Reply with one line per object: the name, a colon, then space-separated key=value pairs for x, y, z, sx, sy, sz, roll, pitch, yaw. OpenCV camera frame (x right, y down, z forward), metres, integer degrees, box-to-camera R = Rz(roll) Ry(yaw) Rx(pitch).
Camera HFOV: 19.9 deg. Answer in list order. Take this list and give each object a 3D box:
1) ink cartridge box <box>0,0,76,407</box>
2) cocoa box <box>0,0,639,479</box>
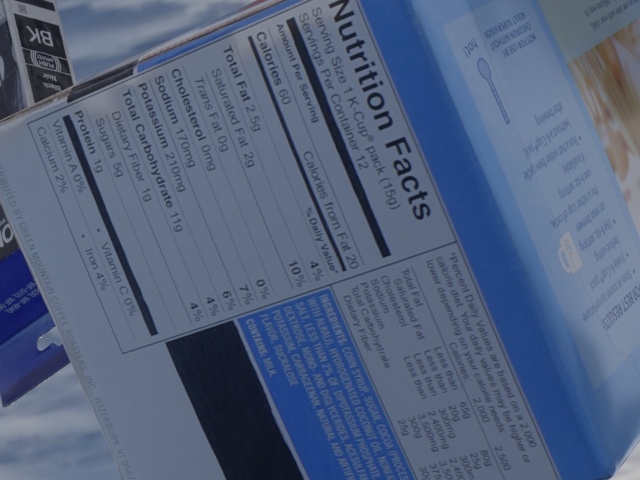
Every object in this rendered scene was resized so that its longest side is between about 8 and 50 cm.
ink cartridge box: x=-0.248 y=-0.056 z=1.392 sx=0.165 sy=0.332 sz=0.065 roll=-34 pitch=152 yaw=33
cocoa box: x=0.056 y=-0.025 z=0.879 sx=0.228 sy=0.231 sz=0.347 roll=-20 pitch=-173 yaw=31
